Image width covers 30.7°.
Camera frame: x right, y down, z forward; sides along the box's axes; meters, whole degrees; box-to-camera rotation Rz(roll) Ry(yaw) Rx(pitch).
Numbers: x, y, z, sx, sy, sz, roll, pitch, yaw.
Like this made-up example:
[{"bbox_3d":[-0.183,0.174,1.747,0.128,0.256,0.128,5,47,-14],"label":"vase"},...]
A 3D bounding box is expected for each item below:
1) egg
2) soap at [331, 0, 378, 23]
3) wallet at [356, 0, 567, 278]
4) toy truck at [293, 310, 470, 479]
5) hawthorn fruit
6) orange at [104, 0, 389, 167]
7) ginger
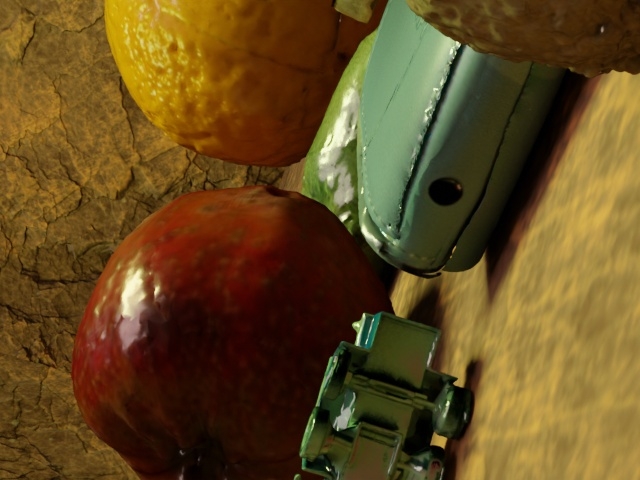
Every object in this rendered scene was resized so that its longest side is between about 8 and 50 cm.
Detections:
[{"bbox_3d":[0.072,-0.110,0.358,0.116,0.118,0.140,-42,38,24],"label":"egg"},{"bbox_3d":[0.068,-0.296,0.956,0.092,0.037,0.252,112,179,-55],"label":"soap"},{"bbox_3d":[0.083,-0.129,0.521,0.176,0.075,0.250,-87,16,-57],"label":"wallet"},{"bbox_3d":[0.009,0.119,0.507,0.081,0.067,0.175,136,151,-82],"label":"toy truck"},{"bbox_3d":[-0.040,0.050,0.653,0.200,0.179,0.179,-79,8,-48],"label":"hawthorn fruit"},{"bbox_3d":[-0.065,-0.247,1.162,0.340,0.293,0.340,-60,0,0],"label":"orange"},{"bbox_3d":[0.023,-0.025,0.757,0.290,0.089,0.137,116,159,-45],"label":"ginger"}]
